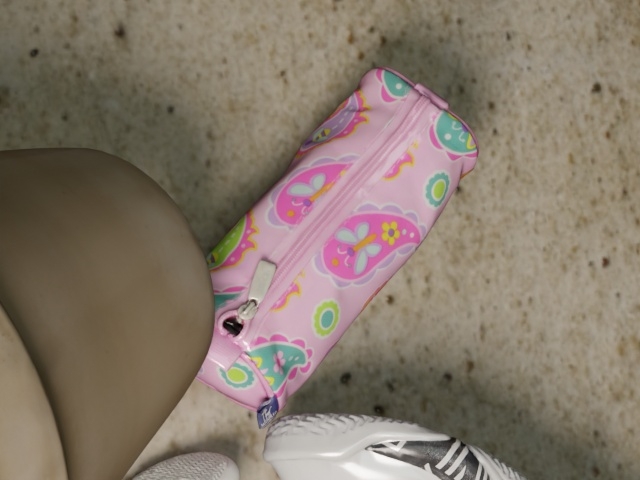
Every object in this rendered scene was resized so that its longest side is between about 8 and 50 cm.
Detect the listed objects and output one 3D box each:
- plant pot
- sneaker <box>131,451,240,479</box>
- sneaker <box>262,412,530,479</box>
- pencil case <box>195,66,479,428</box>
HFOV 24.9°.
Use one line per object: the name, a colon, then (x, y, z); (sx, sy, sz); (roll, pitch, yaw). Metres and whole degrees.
plant pot: (-0.221, 0.074, 0.911); (0.280, 0.323, 0.323); (-31, 91, -50)
sneaker: (-0.131, 0.263, 1.032); (0.240, 0.091, 0.126); (-44, 127, -32)
sneaker: (0.101, 0.274, 1.069); (0.366, 0.137, 0.210); (27, 69, -16)
pencil case: (0.000, 0.000, 1.097); (0.124, 0.124, 0.284); (44, 68, -7)
